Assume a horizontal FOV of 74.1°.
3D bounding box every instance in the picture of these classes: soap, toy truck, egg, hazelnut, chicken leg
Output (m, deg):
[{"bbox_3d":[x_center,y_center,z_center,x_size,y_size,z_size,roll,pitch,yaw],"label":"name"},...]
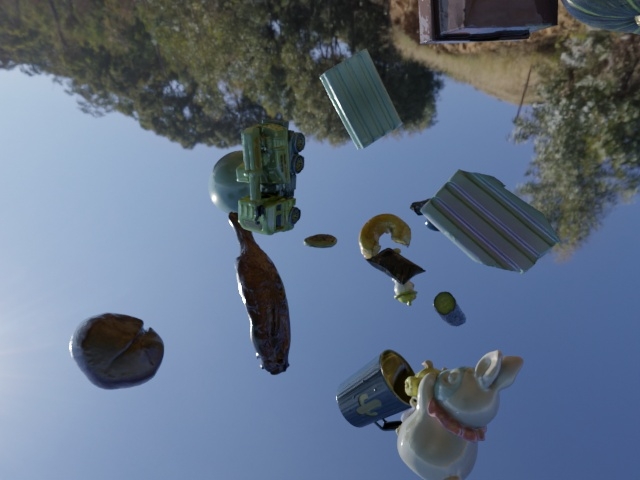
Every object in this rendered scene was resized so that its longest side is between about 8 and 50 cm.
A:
[{"bbox_3d":[0.132,-0.451,1.369,0.159,0.266,0.087,-32,-164,-4],"label":"soap"},{"bbox_3d":[-0.081,-0.090,0.624,0.077,0.169,0.100,16,-158,25],"label":"toy truck"},{"bbox_3d":[-0.224,-0.156,1.176,0.168,0.168,0.231,-32,-178,-33],"label":"egg"},{"bbox_3d":[-0.488,0.262,1.022,0.181,0.212,0.181,-44,-165,-3],"label":"hazelnut"},{"bbox_3d":[0.333,-0.032,0.839,0.230,0.145,0.091,46,-169,17],"label":"soap"},{"bbox_3d":[-0.137,0.090,0.941,0.095,0.158,0.407,-13,-113,-13],"label":"chicken leg"}]

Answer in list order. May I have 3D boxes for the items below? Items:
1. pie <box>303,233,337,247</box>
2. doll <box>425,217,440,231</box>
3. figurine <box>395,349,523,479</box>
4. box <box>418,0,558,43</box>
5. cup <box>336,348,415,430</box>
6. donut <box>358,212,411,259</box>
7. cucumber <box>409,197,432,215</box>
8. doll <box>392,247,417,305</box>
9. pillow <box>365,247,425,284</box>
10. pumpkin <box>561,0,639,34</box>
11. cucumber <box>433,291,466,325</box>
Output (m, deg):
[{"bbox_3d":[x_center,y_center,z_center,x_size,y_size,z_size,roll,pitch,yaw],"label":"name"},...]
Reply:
[{"bbox_3d":[0.002,0.000,1.005,0.084,0.021,0.084,-2,-163,1],"label":"pie"},{"bbox_3d":[0.318,-0.049,1.155,0.076,0.051,0.083,27,-169,12],"label":"doll"},{"bbox_3d":[0.219,0.262,0.693,0.127,0.236,0.155,23,-174,-11],"label":"figurine"},{"bbox_3d":[0.244,-0.406,0.609,0.215,0.215,0.086,-15,-162,-26],"label":"box"},{"bbox_3d":[0.138,0.357,0.959,0.176,0.155,0.131,53,-153,3],"label":"cup"},{"bbox_3d":[0.199,-0.019,1.388,0.181,0.078,0.146,-28,-121,17],"label":"donut"},{"bbox_3d":[0.370,-0.116,1.352,0.181,0.053,0.053,-13,-158,47],"label":"cucumber"},{"bbox_3d":[0.256,0.118,1.347,0.081,0.129,0.207,-8,-130,-2],"label":"doll"},{"bbox_3d":[0.209,0.068,1.189,0.090,0.048,0.150,-38,-134,-19],"label":"pillow"},{"bbox_3d":[0.563,-0.477,0.686,0.323,0.242,0.323,2,-175,0],"label":"pumpkin"},{"bbox_3d":[0.378,0.209,1.226,0.067,0.293,0.068,-9,-113,22],"label":"cucumber"}]
